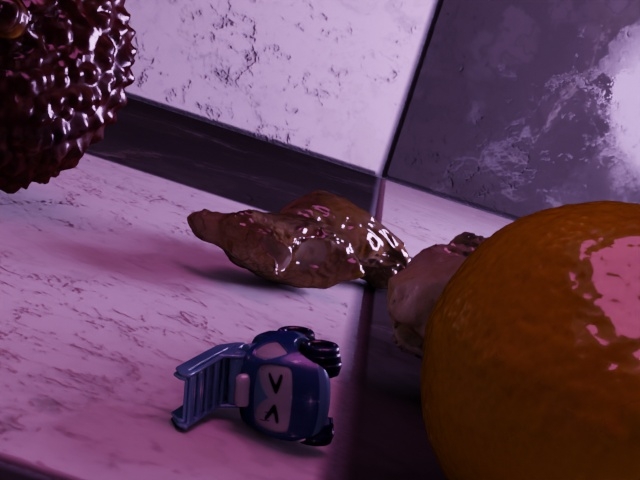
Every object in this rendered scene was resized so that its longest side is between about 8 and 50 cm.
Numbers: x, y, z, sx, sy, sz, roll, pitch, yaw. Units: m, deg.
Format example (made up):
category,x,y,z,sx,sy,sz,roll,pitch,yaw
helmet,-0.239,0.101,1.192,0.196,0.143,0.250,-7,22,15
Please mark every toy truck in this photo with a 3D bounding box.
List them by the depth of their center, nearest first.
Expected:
category,x,y,z,sx,sy,sz,roll,pitch,yaw
toy truck,-0.038,0.077,0.657,0.090,0.056,0.073,-1,11,-25

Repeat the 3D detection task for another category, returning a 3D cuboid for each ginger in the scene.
category,x,y,z,sx,sy,sz,roll,pitch,yaw
ginger,-0.001,0.000,1.113,0.122,0.084,0.290,15,5,28

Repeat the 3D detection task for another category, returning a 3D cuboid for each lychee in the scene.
category,x,y,z,sx,sy,sz,roll,pitch,yaw
lychee,-0.282,-0.171,1.050,0.264,0.264,0.300,14,-2,-23

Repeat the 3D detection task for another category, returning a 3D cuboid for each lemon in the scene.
category,x,y,z,sx,sy,sz,roll,pitch,yaw
lemon,0.140,0.073,0.597,0.187,0.186,0.244,16,8,-10

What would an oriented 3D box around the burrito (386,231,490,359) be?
category,x,y,z,sx,sy,sz,roll,pitch,yaw
burrito,0.199,0.075,0.791,0.175,0.107,0.348,-16,29,-41
